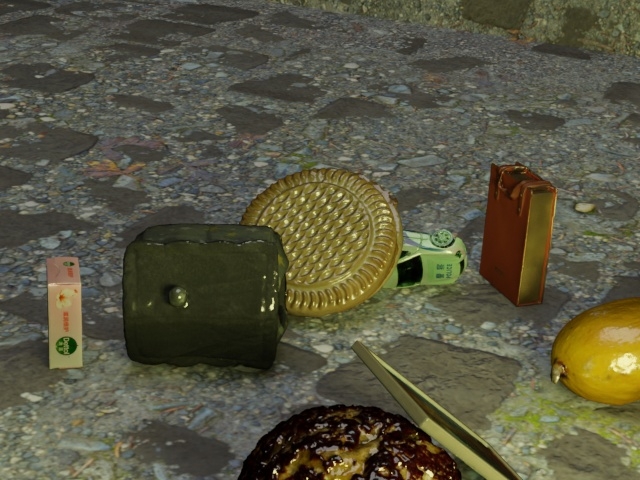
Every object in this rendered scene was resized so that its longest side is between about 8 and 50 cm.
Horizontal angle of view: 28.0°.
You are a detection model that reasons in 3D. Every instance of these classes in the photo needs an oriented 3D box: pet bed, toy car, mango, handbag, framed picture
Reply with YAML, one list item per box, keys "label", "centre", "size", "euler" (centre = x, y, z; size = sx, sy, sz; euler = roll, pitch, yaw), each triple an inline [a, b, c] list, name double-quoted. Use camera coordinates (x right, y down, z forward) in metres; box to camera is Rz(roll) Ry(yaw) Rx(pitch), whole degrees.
- label: "pet bed"
  centre: [-0.147, 0.074, 1.676]
  size: [0.211, 0.183, 0.159]
  euler: [2, 21, 0]
- label: "toy car"
  centre: [0.108, 0.028, 1.939]
  size: [0.224, 0.090, 0.076]
  euler: [8, 50, 11]
- label: "mango"
  centre: [0.424, 0.131, 1.676]
  size: [0.317, 0.119, 0.176]
  euler: [-19, 12, -33]
- label: "handbag"
  centre: [0.294, -0.014, 1.925]
  size: [0.063, 0.190, 0.127]
  euler: [-5, 25, -20]
- label: "framed picture"
  centre: [0.149, 0.213, 1.394]
  size: [0.250, 0.016, 0.184]
  euler: [40, 3, -30]

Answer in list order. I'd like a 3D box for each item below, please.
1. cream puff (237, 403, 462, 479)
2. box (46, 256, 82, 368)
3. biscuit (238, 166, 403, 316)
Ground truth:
- label: "cream puff"
  centre: [0.031, 0.258, 1.287]
  size: [0.239, 0.164, 0.239]
  euler: [1, 24, -1]
- label: "box"
  centre: [-0.336, 0.094, 1.681]
  size: [0.043, 0.125, 0.089]
  euler: [-2, 25, -12]
- label: "biscuit"
  centre: [0.000, 0.000, 1.872]
  size: [0.259, 0.079, 0.259]
  euler: [-6, 59, 9]
